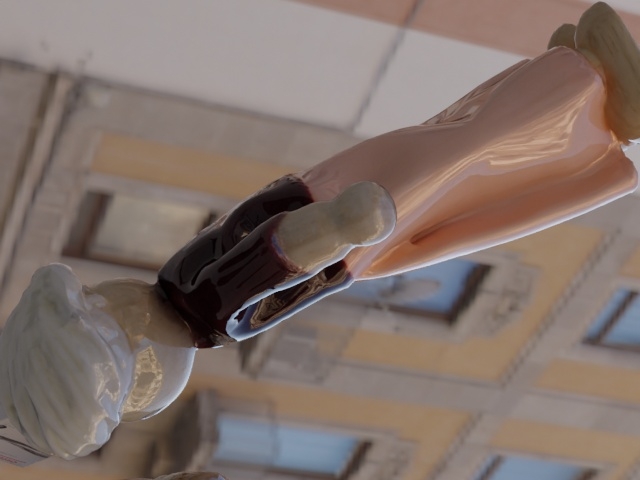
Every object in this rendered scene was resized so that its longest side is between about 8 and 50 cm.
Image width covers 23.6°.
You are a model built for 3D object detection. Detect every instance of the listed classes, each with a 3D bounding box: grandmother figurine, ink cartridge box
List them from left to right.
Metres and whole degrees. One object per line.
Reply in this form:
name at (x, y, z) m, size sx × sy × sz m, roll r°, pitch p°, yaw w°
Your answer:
ink cartridge box at (-0.160, 0.095, 0.804) m, size 0.083 × 0.048 × 0.028 m, roll -24°, pitch -130°, yaw 42°
grandmother figurine at (0.000, 0.000, 0.743) m, size 0.104 × 0.342 × 0.208 m, roll 61°, pitch -5°, yaw 7°

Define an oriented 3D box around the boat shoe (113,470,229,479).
boat shoe at (-0.087, 0.281, 0.869) m, size 0.123 × 0.123 × 0.342 m, roll -60°, pitch 144°, yaw -57°
